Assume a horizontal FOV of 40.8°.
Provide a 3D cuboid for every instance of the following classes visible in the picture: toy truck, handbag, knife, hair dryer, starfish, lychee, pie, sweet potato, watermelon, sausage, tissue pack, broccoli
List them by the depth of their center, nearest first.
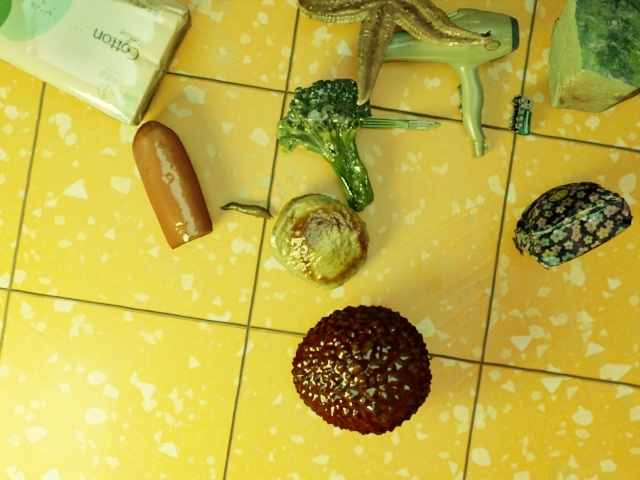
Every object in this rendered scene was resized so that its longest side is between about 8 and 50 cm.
[{"bbox_3d":[0.091,0.254,1.691,0.300,0.264,0.264,5,88,-27],"label":"lychee"},{"bbox_3d":[-0.466,-0.418,1.693,0.356,0.194,0.266,27,91,-7],"label":"tissue pack"},{"bbox_3d":[0.143,-0.485,1.741,0.398,0.132,0.384,-18,58,-10],"label":"starfish"},{"bbox_3d":[0.502,-0.045,1.747,0.228,0.208,0.127,-29,105,3],"label":"handbag"},{"bbox_3d":[-0.304,-0.118,1.748,0.113,0.113,0.259,-20,91,-3],"label":"sausage"},{"bbox_3d":[0.009,-0.190,1.759,0.198,0.177,0.275,-3,106,-1],"label":"broccoli"},{"bbox_3d":[0.575,-0.365,1.774,0.387,0.258,0.228,-15,70,-45],"label":"watermelon"},{"bbox_3d":[0.000,0.000,1.775,0.205,0.084,0.179,37,87,-5],"label":"pie"},{"bbox_3d":[-0.152,-0.065,1.799,0.115,0.026,0.026,13,88,0],"label":"sweet potato"},{"bbox_3d":[0.244,-0.350,1.802,0.295,0.119,0.298,15,101,3],"label":"hair dryer"},{"bbox_3d":[0.163,-0.247,1.821,0.184,0.026,0.022,2,82,0],"label":"knife"},{"bbox_3d":[0.428,-0.265,1.829,0.044,0.039,0.083,6,90,-20],"label":"toy truck"}]
